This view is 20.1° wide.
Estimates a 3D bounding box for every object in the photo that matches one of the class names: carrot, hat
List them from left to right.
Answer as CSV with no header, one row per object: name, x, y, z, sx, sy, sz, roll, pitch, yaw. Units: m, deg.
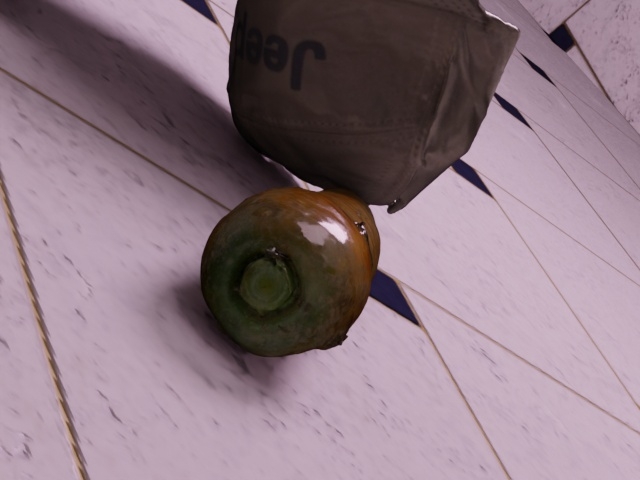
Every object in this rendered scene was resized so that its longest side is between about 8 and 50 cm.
hat,-0.029,-0.117,0.991,0.245,0.149,0.214,20,-1,-40
carrot,0.000,0.000,0.912,0.078,0.078,0.298,42,10,0
